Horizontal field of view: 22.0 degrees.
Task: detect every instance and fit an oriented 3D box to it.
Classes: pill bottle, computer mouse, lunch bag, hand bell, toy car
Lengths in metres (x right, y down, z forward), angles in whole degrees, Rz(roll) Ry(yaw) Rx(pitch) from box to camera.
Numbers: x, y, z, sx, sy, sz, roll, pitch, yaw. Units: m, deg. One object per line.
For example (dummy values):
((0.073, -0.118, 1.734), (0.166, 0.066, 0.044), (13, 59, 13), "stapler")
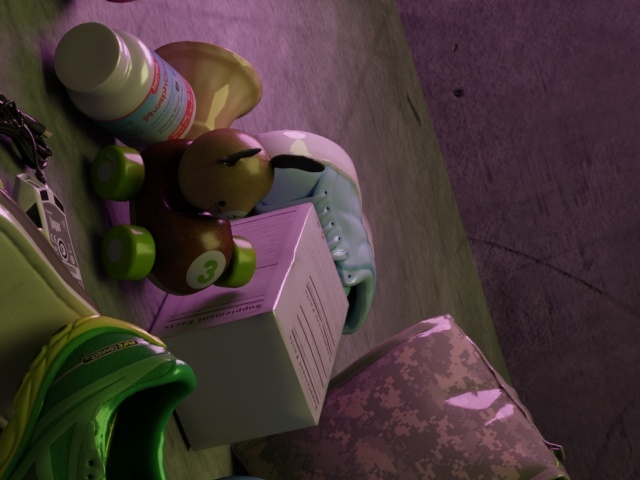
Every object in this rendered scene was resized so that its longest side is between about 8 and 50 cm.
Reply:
((-0.183, -0.144, 1.530), (0.160, 0.087, 0.087), (39, 41, -67), "pill bottle")
((-0.234, -0.017, 1.325), (0.106, 0.042, 0.193), (48, 26, -71), "computer mouse")
((0.095, 0.244, 1.723), (0.235, 0.287, 0.169), (56, 1, 33), "lunch bag")
((-0.141, -0.069, 1.646), (0.126, 0.126, 0.242), (60, 34, -49), "hand bell")
((-0.089, -0.041, 1.500), (0.155, 0.188, 0.149), (6, 68, -45), "toy car")

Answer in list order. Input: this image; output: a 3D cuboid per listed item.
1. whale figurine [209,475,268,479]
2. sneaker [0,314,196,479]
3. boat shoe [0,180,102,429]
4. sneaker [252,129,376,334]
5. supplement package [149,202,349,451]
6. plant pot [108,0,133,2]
((-0.044, 0.328, 1.533), (0.272, 0.141, 0.216), (61, 21, -49), "whale figurine")
((-0.169, 0.195, 1.099), (0.109, 0.124, 0.295), (38, 67, -61), "sneaker")
((-0.224, 0.042, 1.171), (0.091, 0.109, 0.305), (56, -8, 36), "boat shoe")
((0.000, 0.000, 2.012), (0.366, 0.135, 0.150), (53, 25, -56), "sneaker")
((-0.068, 0.084, 1.668), (0.244, 0.139, 0.133), (-71, 145, -62), "supplement package")
((-0.188, -0.353, 1.530), (0.180, 0.201, 0.201), (47, 29, -33), "plant pot")
